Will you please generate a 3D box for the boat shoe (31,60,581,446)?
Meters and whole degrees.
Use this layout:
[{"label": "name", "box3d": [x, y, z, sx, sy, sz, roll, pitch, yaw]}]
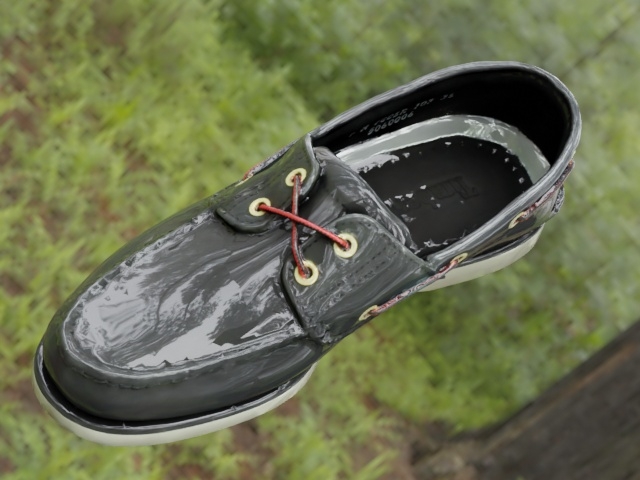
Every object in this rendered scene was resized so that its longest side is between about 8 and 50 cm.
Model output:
[{"label": "boat shoe", "box3d": [-0.001, -0.001, 0.366, 0.133, 0.042, 0.049, -25, 63, -28]}]
